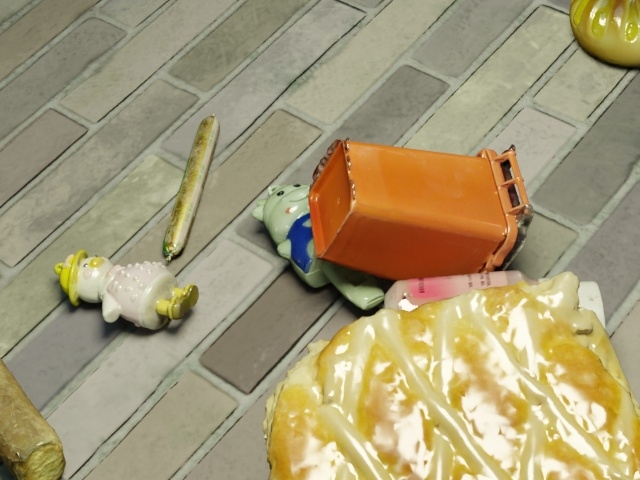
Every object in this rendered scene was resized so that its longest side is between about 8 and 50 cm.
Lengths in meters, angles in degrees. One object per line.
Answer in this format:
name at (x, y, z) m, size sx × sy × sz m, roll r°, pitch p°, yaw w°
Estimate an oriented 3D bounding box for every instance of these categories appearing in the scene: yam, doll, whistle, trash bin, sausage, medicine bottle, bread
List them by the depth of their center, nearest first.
bread at (0.150, 0.283, 1.223) m, size 0.371 × 0.279 × 0.390 m, roll -13°, pitch 53°, yaw 1°
medicine bottle at (0.201, 0.107, 1.440) m, size 0.247 × 0.147 × 0.147 m, roll -4°, pitch 51°, yaw 5°
trash bin at (0.119, -0.037, 1.493) m, size 0.238 × 0.184 × 0.161 m, roll 12°, pitch 46°, yaw -23°
yam at (-0.425, 0.168, 1.530) m, size 0.081 × 0.081 × 0.356 m, roll -36°, pitch 55°, yaw -19°
whistle at (0.000, 0.000, 1.589) m, size 0.110 × 0.092 × 0.244 m, roll -23°, pitch 49°, yaw -23°
doll at (-0.254, 0.060, 1.590) m, size 0.207 × 0.081 × 0.129 m, roll 14°, pitch 36°, yaw 22°
sausage at (-0.177, -0.078, 1.719) m, size 0.033 × 0.033 × 0.269 m, roll 3°, pitch 52°, yaw 11°
bread at (0.465, -0.343, 1.792) m, size 0.213 × 0.105 × 0.213 m, roll -6°, pitch 48°, yaw 7°
